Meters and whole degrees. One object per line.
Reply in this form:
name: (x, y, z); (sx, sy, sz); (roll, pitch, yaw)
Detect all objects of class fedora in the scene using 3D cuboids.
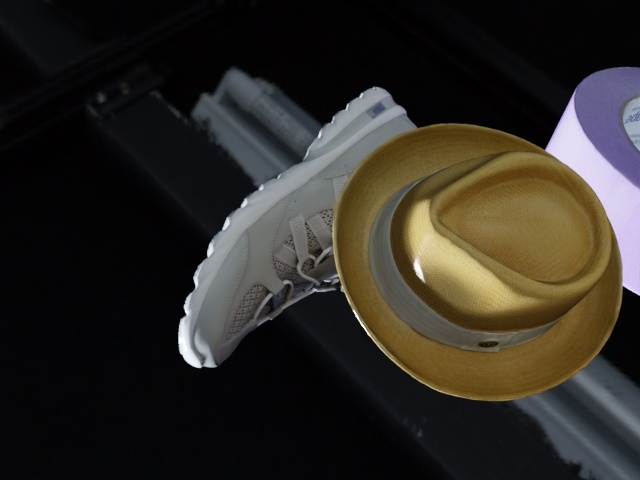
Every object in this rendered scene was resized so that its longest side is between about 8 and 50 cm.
fedora: (0.107, 0.001, 0.617); (0.195, 0.079, 0.194); (5, -111, -15)

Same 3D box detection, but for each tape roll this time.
tape roll: (0.342, -0.047, 0.944); (0.275, 0.090, 0.274); (12, -141, -10)

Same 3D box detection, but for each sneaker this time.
sneaker: (0.000, 0.000, 0.826); (0.115, 0.105, 0.281); (39, -106, 10)
